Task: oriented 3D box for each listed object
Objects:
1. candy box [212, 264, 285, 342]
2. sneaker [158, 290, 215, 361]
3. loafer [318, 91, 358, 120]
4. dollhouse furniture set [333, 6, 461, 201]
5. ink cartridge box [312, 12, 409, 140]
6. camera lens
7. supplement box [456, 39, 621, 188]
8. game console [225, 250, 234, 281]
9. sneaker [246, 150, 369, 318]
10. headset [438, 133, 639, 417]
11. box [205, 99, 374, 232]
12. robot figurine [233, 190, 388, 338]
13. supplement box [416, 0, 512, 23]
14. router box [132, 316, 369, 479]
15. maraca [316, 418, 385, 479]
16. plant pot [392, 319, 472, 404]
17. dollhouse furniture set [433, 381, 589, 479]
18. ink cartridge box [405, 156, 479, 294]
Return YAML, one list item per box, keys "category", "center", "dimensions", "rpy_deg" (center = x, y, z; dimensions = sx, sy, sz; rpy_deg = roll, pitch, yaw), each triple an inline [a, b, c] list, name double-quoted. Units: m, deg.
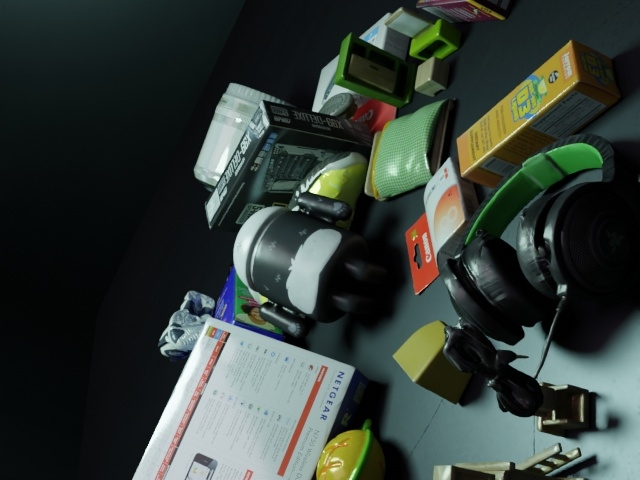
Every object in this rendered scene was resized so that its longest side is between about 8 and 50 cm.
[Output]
- category: "candy box"
  center: [-0.187, 0.236, 1.683]
  dimensions: [0.317, 0.122, 0.268]
  rpy_deg: [-110, 42, -68]
- category: "sneaker"
  center: [-0.304, 0.223, 1.702]
  dimensions: [0.235, 0.094, 0.153]
  rpy_deg: [-105, 36, -69]
- category: "loafer"
  center: [0.012, -0.218, 1.640]
  dimensions: [0.251, 0.087, 0.094]
  rpy_deg: [-42, 21, 47]
- category: "dollhouse furniture set"
  center: [0.122, -0.240, 1.374]
  dimensions: [0.197, 0.151, 0.301]
  rpy_deg: [-22, 53, 61]
- category: "ink cartridge box"
  center: [0.072, -0.303, 1.645]
  dimensions: [0.296, 0.066, 0.261]
  rpy_deg: [-25, 50, 59]
- category: "camera lens"
  center: [-0.185, -0.239, 1.972]
  dimensions: [0.274, 0.219, 0.219]
  rpy_deg: [-69, 23, 5]
- category: "supplement box"
  center: [0.287, -0.163, 1.043]
  dimensions: [0.233, 0.080, 0.078]
  rpy_deg: [-41, 39, 46]
- category: "game console"
  center: [-0.202, 0.063, 2.043]
  dimensions: [0.107, 0.071, 0.122]
  rpy_deg: [5, 76, 36]
- category: "sneaker"
  center: [0.000, 0.000, 1.531]
  dimensions: [0.147, 0.145, 0.384]
  rpy_deg: [48, 119, 35]
- category: "headset"
  center: [0.226, 0.017, 0.866]
  dimensions: [0.243, 0.185, 0.394]
  rpy_deg: [-36, 25, 41]
- category: "box"
  center: [-0.068, -0.131, 1.574]
  dimensions: [0.307, 0.242, 0.076]
  rpy_deg: [-53, 41, 39]
- category: "robot figurine"
  center: [-0.023, 0.043, 1.374]
  dimensions: [0.209, 0.278, 0.173]
  rpy_deg: [-50, -33, -31]
- category: "supplement box"
  center: [0.255, -0.439, 1.319]
  dimensions: [0.104, 0.081, 0.188]
  rpy_deg: [-69, 23, 5]
- category: "router box"
  center: [-0.121, 0.329, 1.278]
  dimensions: [0.301, 0.082, 0.335]
  rpy_deg: [16, 72, 27]
- category: "maraca"
  center: [0.048, 0.341, 1.173]
  dimensions: [0.127, 0.099, 0.185]
  rpy_deg: [-59, 0, 10]
- category: "plant pot"
  center: [0.166, 0.161, 1.065]
  dimensions: [0.083, 0.081, 0.081]
  rpy_deg: [-57, 25, 7]
- category: "dollhouse furniture set"
  center: [0.187, 0.221, 0.834]
  dimensions: [0.101, 0.182, 0.161]
  rpy_deg: [-30, 47, 57]
- category: "ink cartridge box"
  center: [0.179, -0.023, 1.220]
  dimensions: [0.179, 0.045, 0.145]
  rpy_deg: [-49, 31, 37]
